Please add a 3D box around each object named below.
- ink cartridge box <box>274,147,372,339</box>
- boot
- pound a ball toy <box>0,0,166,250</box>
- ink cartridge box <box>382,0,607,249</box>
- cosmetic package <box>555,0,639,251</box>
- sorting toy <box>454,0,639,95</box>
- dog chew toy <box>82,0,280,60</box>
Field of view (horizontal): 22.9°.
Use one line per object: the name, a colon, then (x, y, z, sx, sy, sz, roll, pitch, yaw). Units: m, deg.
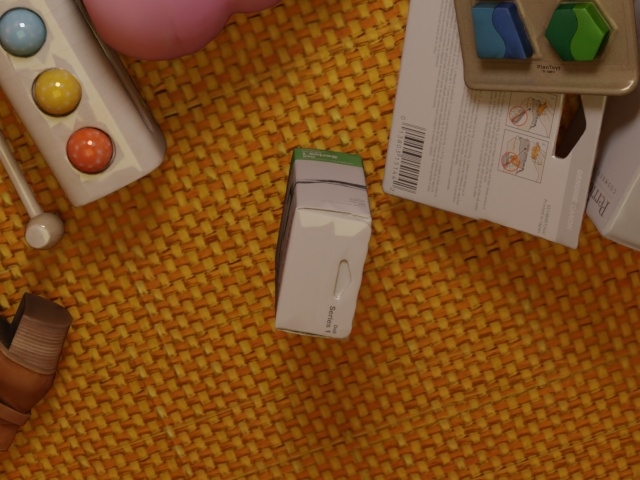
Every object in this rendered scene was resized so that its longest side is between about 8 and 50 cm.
ink cartridge box: (0.000, 0.000, 1.880, 0.093, 0.219, 0.160, 9, 110, -4)
boot: (-0.476, 0.138, 2.000, 0.283, 0.109, 0.220, 22, 113, -16)
pound a ball toy: (-0.327, -0.149, 1.864, 0.208, 0.136, 0.319, -25, 109, 8)
ink cartridge box: (0.216, -0.166, 1.840, 0.261, 0.066, 0.296, 18, 113, 25)
cosmetic package: (0.455, -0.215, 1.793, 0.161, 0.230, 0.453, 19, 109, -17)
sorting toy: (0.276, -0.265, 1.689, 0.307, 0.041, 0.229, 6, 116, 31)
dog chew toy: (-0.112, -0.336, 1.770, 0.332, 0.206, 0.206, -23, 110, -1)
